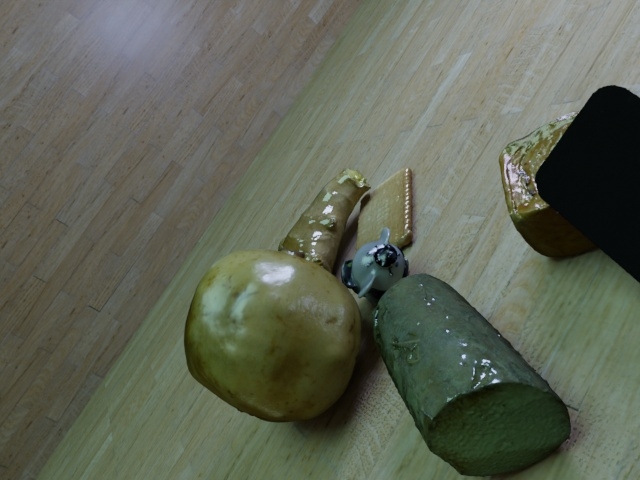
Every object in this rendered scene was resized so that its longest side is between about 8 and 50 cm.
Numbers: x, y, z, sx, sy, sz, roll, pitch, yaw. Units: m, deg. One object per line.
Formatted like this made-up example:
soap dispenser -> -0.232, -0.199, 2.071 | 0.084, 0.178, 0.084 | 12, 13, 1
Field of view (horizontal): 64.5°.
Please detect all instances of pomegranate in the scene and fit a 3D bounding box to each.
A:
pomegranate -> -0.081, 0.165, 0.929 | 0.332, 0.333, 0.332 | -41, 27, 26

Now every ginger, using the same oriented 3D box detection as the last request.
ginger -> -0.004, 0.008, 1.232 | 0.375, 0.166, 0.236 | -52, -3, -25

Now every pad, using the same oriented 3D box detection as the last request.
pad -> 0.374, -0.085, 0.461 | 0.250, 0.055, 0.323 | 50, 132, 24

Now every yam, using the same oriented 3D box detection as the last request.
yam -> 0.170, 0.163, 0.650 | 0.161, 0.161, 0.268 | -48, 24, 11

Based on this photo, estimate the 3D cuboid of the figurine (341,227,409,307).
figurine -> 0.105, 0.057, 0.942 | 0.192, 0.126, 0.147 | 106, 179, -70

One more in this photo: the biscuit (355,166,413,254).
biscuit -> 0.145, -0.051, 1.142 | 0.160, 0.030, 0.249 | -36, 29, 34

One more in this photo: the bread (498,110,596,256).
bread -> 0.340, -0.072, 0.683 | 0.158, 0.143, 0.149 | -27, 43, 44
